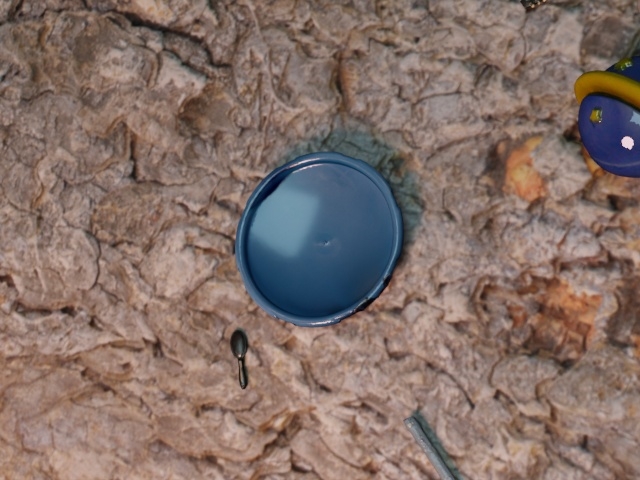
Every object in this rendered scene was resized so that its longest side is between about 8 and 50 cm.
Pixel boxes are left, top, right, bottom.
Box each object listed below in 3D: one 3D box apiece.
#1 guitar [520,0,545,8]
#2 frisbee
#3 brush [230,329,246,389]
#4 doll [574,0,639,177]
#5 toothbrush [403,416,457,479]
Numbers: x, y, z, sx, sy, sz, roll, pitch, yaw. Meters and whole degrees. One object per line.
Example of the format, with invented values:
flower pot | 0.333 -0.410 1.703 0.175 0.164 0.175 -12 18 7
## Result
guitar | 0.362 -0.378 1.664 0.233 0.025 0.088 -34 67 10
frisbee | 0.000 0.000 1.702 0.242 0.045 0.242 -6 74 20
brush | -0.109 0.162 1.725 0.024 0.008 0.083 -13 72 16
doll | 0.445 -0.162 1.496 0.242 0.159 0.311 -39 32 -18
toothbrush | 0.166 0.309 1.567 0.016 0.019 0.219 -40 65 14
